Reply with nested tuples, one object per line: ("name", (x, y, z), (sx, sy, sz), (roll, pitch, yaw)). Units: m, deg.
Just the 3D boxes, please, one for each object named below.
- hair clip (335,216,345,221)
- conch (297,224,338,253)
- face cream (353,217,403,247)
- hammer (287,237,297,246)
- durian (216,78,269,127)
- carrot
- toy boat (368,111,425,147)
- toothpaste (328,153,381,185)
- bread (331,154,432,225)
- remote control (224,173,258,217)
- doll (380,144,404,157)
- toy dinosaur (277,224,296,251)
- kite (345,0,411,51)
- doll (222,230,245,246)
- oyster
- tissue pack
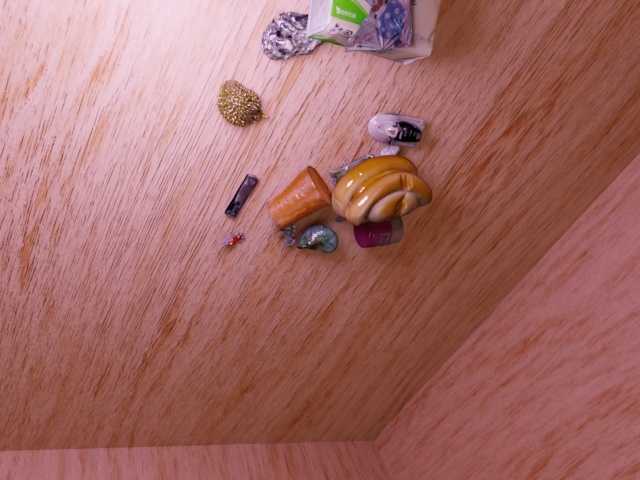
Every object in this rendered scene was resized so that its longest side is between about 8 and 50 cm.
("hair clip", (0.170, -0.157, 1.975), (0.229, 0.036, 0.066), (-37, 125, 6))
("conch", (-0.003, -0.003, 1.962), (0.188, 0.121, 0.176), (21, 135, -33))
("face cream", (0.282, -0.058, 2.009), (0.195, 0.175, 0.175), (-6, 127, -21))
("hammer", (-0.149, -0.008, 1.953), (0.053, 0.031, 0.083), (-33, 121, -2))
("durian", (-0.275, -0.476, 1.487), (0.208, 0.102, 0.146), (18, 111, -38))
("carrot", (-0.100, -0.177, 1.770), (0.254, 0.195, 0.196), (-30, 133, 15))
("toy boat", (0.334, -0.466, 1.753), (0.270, 0.141, 0.140), (-6, 129, -38))
("toothpaste", (0.156, -0.328, 1.834), (0.248, 0.046, 0.078), (-26, 128, -1))
("bread", (0.261, -0.188, 1.789), (0.424, 0.245, 0.329), (-16, 154, -25))
("remote control", (-0.333, -0.186, 1.727), (0.059, 0.028, 0.212), (21, 115, -34))
("doll", (0.332, -0.367, 1.868), (0.106, 0.062, 0.162), (-20, 137, 14))
("toy dinosaur", (-0.155, -0.035, 1.903), (0.082, 0.039, 0.208), (1, 114, -29))
("kite", (0.179, -0.699, 1.240), (0.314, 0.011, 0.335), (32, 93, -31))
("doll", (-0.390, -0.004, 1.836), (0.114, 0.039, 0.057), (-26, 166, -21))
("oyster", (-0.072, -0.698, 1.421), (0.252, 0.087, 0.199), (14, 108, -27))
("tissue pack", (0.183, -0.796, 1.334), (0.405, 0.205, 0.331), (2, 103, -28))
